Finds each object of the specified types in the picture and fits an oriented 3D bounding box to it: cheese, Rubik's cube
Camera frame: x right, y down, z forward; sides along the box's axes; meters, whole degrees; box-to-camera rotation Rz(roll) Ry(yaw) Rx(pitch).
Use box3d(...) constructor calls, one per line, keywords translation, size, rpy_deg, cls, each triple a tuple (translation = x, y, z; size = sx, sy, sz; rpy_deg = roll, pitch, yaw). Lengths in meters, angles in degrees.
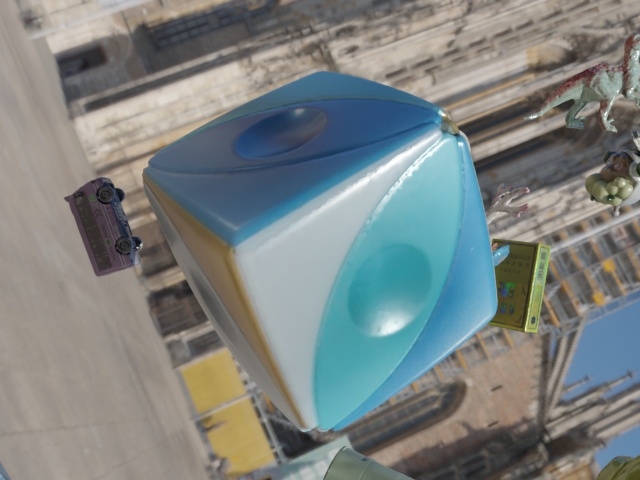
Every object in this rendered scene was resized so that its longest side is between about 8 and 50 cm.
box3d(translation=(0.265, 0.022, 1.238), size=(0.017, 0.047, 0.111), rpy_deg=(46, 12, 21), cls="cheese")
box3d(translation=(0.000, 0.000, 1.120), size=(0.352, 0.352, 0.347), rpy_deg=(33, -30, 51), cls="Rubik's cube")

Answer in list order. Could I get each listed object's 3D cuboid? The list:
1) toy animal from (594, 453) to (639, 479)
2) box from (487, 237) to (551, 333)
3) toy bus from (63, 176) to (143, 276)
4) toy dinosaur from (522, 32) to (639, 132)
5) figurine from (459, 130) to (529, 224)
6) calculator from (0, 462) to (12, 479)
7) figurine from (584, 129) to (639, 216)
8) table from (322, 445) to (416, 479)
box3d(translation=(0.452, 0.332, 0.980), size=(0.216, 0.338, 0.191), rpy_deg=(48, -45, 35), cls="toy animal")
box3d(translation=(0.479, 0.111, 2.007), size=(0.141, 0.064, 0.219), rpy_deg=(7, -95, 46), cls="box")
box3d(translation=(-0.406, -0.025, 1.525), size=(0.087, 0.098, 0.178), rpy_deg=(-37, 107, -87), cls="toy bus")
box3d(translation=(0.468, -0.267, 1.411), size=(0.053, 0.242, 0.167), rpy_deg=(-74, 158, -81), cls="toy dinosaur")
box3d(translation=(0.238, -0.111, 1.593), size=(0.315, 0.207, 0.284), rpy_deg=(-87, -157, -44), cls="figurine")
box3d(translation=(-0.667, 0.447, 1.620), size=(0.210, 0.039, 0.121), rpy_deg=(38, -26, 36), cls="calculator")
box3d(translation=(0.539, -0.137, 1.398), size=(0.094, 0.197, 0.147), rpy_deg=(29, 8, -14), cls="figurine")
box3d(translation=(0.124, 0.556, 1.789), size=(0.220, 0.126, 0.126), rpy_deg=(22, -34, 22), cls="table")
